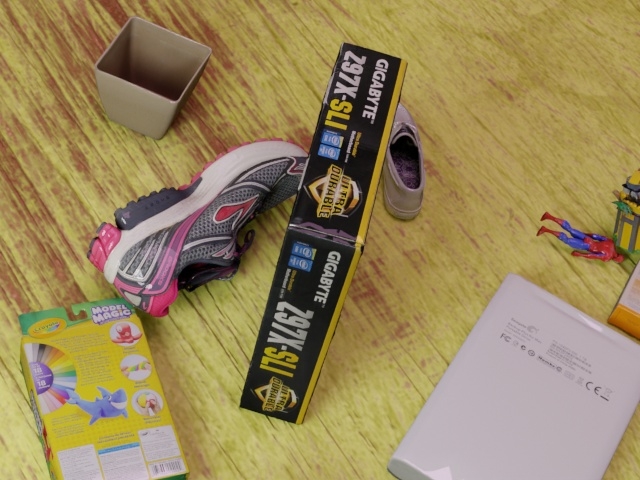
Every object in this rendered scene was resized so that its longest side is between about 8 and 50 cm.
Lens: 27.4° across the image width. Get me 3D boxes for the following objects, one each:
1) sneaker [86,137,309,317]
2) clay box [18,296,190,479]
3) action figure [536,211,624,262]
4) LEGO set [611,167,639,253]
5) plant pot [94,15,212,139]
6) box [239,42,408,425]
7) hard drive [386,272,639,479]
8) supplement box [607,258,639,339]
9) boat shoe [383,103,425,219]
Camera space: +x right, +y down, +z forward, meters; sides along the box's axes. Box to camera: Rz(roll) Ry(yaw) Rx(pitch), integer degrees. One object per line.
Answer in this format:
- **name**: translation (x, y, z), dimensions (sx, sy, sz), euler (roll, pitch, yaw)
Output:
- **sneaker**: translation (-0.116, -0.014, 1.466), dimensions (0.299, 0.121, 0.112), euler (-33, 72, -34)
- **clay box**: translation (-0.226, 0.165, 1.336), dimensions (0.127, 0.053, 0.222), euler (-8, 54, -22)
- **action figure**: translation (0.326, 0.002, 1.634), dimensions (0.115, 0.030, 0.038), euler (22, 55, -4)
- **LEGO set**: translation (0.528, -0.085, 1.602), dimensions (0.331, 0.192, 0.255), euler (-18, 38, -29)
- **plant pot**: translation (-0.208, -0.188, 1.593), dimensions (0.109, 0.096, 0.109), euler (24, 50, 3)
- **box**: translation (0.000, 0.000, 1.355), dimensions (0.079, 0.322, 0.257), euler (17, 50, 0)
- **hard drive**: translation (0.231, 0.190, 1.451), dimensions (0.203, 0.040, 0.307), euler (31, 51, 10)
- **supplement box**: translation (0.397, 0.072, 1.592), dimensions (0.062, 0.036, 0.098), euler (30, 51, 10)
- **boat shoe**: translation (0.100, -0.114, 1.640), dimensions (0.066, 0.063, 0.184), euler (9, 51, -8)
